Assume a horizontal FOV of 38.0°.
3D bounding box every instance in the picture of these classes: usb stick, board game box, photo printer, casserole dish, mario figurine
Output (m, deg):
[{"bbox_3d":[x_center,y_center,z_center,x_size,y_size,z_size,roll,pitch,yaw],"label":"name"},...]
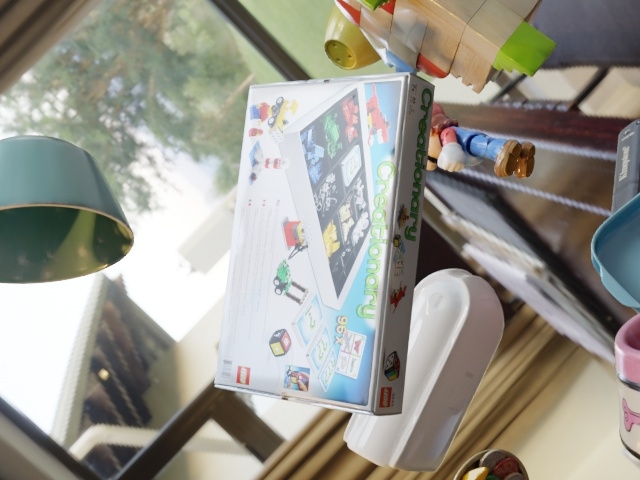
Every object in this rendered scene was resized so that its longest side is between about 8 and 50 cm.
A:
[{"bbox_3d":[0.616,-0.135,1.842,0.045,0.278,0.077,28,140,-8],"label":"usb stick"},{"bbox_3d":[0.000,0.000,0.881,0.193,0.305,0.053,3,174,37],"label":"board game box"},{"bbox_3d":[0.173,0.194,1.403,0.107,0.307,0.256,24,176,26],"label":"photo printer"},{"bbox_3d":[0.344,0.004,0.908,0.114,0.188,0.037,49,161,17],"label":"casserole dish"},{"bbox_3d":[0.309,-0.188,2.070,0.321,0.170,0.198,23,160,40],"label":"mario figurine"}]

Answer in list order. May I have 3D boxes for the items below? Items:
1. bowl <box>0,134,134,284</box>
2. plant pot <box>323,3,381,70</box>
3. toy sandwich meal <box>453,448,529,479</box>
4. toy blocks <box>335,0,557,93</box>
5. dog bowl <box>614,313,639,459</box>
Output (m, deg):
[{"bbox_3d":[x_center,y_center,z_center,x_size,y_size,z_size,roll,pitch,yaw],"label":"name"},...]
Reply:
[{"bbox_3d":[-0.467,-0.058,1.509,0.311,0.312,0.163,47,-151,-64],"label":"bowl"},{"bbox_3d":[0.059,-0.349,1.597,0.134,0.095,0.134,30,154,17],"label":"plant pot"},{"bbox_3d":[0.130,0.198,0.690,0.085,0.085,0.029,44,163,-22],"label":"toy sandwich meal"},{"bbox_3d":[0.120,-0.310,1.198,0.381,0.190,0.261,37,170,8],"label":"toy blocks"},{"bbox_3d":[0.594,0.160,1.278,0.408,0.408,0.150,-148,38,-84],"label":"dog bowl"}]
